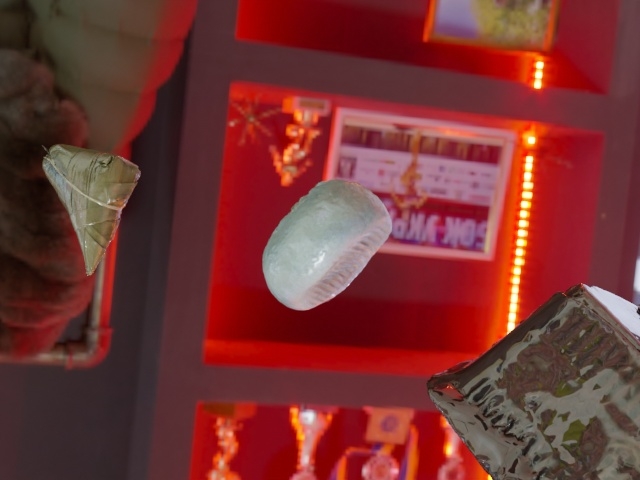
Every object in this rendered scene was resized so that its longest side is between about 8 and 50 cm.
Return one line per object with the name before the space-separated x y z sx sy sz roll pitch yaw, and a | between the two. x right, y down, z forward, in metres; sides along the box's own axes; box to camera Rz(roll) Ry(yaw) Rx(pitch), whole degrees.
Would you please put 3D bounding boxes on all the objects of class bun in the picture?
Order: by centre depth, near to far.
bun | 0.000 0.000 0.974 0.083 0.141 0.141 42 -165 16

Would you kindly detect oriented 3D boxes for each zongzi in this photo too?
zongzi | -0.370 -0.051 1.508 0.189 0.178 0.081 14 173 33

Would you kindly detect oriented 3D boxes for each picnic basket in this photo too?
picnic basket | 0.223 0.148 0.671 0.222 0.129 0.297 17 -154 -47
